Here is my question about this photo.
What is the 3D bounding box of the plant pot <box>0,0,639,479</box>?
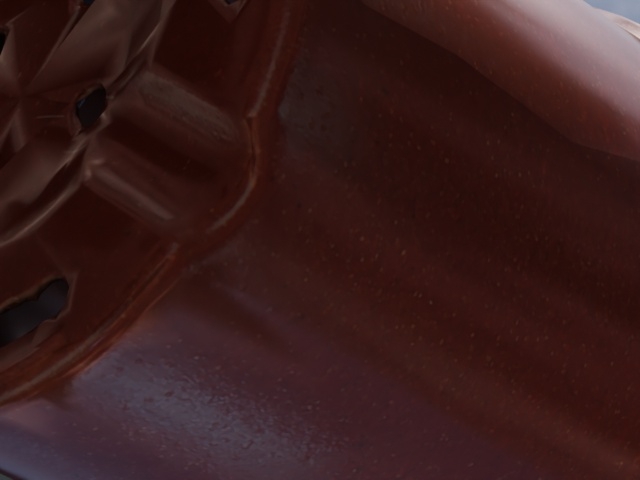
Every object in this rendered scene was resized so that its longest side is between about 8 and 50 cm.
[{"bbox_3d":[0.000,0.000,0.503,0.272,0.265,0.272,-20,-123,34],"label":"plant pot"}]

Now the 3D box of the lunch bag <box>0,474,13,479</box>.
[{"bbox_3d":[-0.218,0.208,0.969,0.090,0.176,0.219,29,-107,-1],"label":"lunch bag"}]
